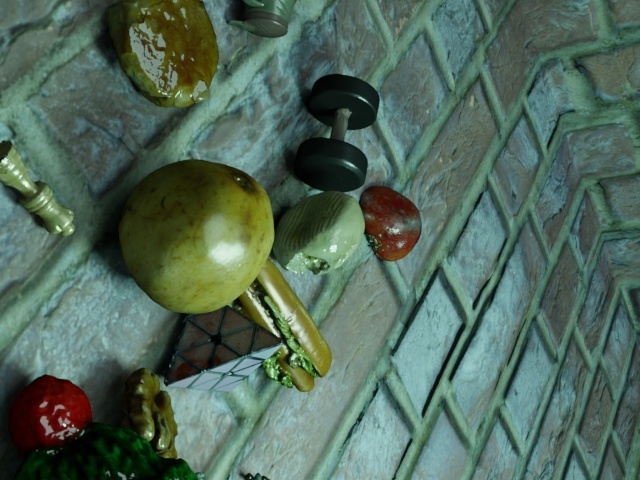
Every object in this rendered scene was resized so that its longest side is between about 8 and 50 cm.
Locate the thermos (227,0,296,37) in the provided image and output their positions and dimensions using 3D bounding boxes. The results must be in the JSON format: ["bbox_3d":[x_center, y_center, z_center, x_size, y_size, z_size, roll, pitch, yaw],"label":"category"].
[{"bbox_3d":[-0.099,-0.540,1.836,0.176,0.146,0.265,27,69,-57],"label":"thermos"}]

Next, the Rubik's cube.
[{"bbox_3d":[-0.196,0.231,1.638,0.190,0.211,0.178,-39,144,-28],"label":"Rubik's cube"}]

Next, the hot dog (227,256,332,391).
[{"bbox_3d":[-0.081,0.169,1.746,0.100,0.135,0.337,-89,153,-54],"label":"hot dog"}]

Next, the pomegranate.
[{"bbox_3d":[-0.203,-0.006,1.521,0.260,0.260,0.260,12,75,-53],"label":"pomegranate"}]

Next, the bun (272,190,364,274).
[{"bbox_3d":[0.000,0.000,1.850,0.128,0.178,0.193,61,39,-31],"label":"bun"}]

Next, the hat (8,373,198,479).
[{"bbox_3d":[-0.322,0.339,1.306,0.274,0.242,0.332,-23,87,-37],"label":"hat"}]

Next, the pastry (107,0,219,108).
[{"bbox_3d":[-0.267,-0.341,1.601,0.218,0.100,0.229,46,54,-35],"label":"pastry"}]

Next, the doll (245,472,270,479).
[{"bbox_3d":[-0.093,0.523,1.745,0.165,0.057,0.139,43,49,-54],"label":"doll"}]

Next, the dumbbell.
[{"bbox_3d":[0.036,-0.226,1.961,0.152,0.152,0.218,38,55,-45],"label":"dumbbell"}]

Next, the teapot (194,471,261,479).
[{"bbox_3d":[-0.197,0.462,1.540,0.239,0.162,0.149,-11,85,-25],"label":"teapot"}]

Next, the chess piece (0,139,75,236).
[{"bbox_3d":[-0.425,-0.069,1.376,0.172,0.060,0.060,55,44,-38],"label":"chess piece"}]

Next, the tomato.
[{"bbox_3d":[0.181,-0.047,2.180,0.173,0.099,0.189,-49,122,-44],"label":"tomato"}]

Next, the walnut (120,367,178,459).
[{"bbox_3d":[-0.276,0.284,1.475,0.170,0.069,0.143,-107,172,-64],"label":"walnut"}]
